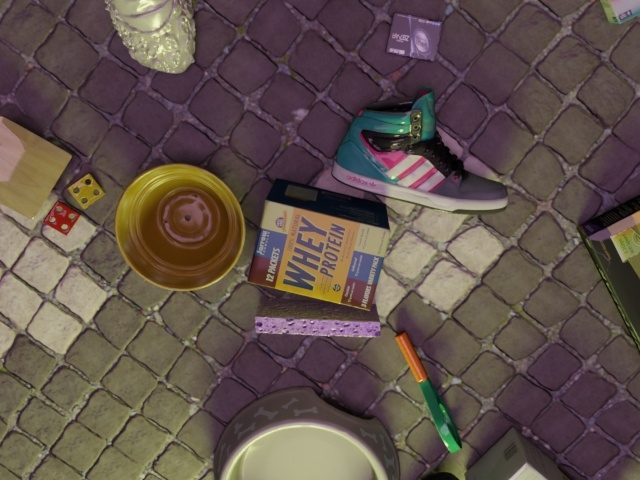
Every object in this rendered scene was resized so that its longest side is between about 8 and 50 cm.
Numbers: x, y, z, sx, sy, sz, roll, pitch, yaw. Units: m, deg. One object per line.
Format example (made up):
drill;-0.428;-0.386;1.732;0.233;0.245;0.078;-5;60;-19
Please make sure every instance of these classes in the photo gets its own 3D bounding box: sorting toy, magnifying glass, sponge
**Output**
sorting toy;-0.505;-0.121;1.493;0.275;0.046;0.132;30;96;-23
magnifying glass;0.192;0.268;1.564;0.026;0.092;0.230;-25;92;12
sponge;-0.004;0.132;1.513;0.210;0.117;0.031;2;102;1

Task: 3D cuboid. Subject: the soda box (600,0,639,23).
soda box;0.537;-0.409;1.392;0.183;0.058;0.063;-25;102;8

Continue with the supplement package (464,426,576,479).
supplement package;0.396;0.478;1.574;0.244;0.139;0.134;40;103;-9

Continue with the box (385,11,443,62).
box;0.153;-0.332;1.445;0.083;0.018;0.067;12;103;-1

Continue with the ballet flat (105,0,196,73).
ballet flat;-0.297;-0.456;1.372;0.147;0.147;0.408;-10;104;4

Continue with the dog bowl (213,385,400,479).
dog bowl;-0.028;0.444;1.600;0.349;0.102;0.348;0;103;2

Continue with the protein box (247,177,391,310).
protein box;0.000;0.000;1.437;0.200;0.201;0.135;13;104;-1

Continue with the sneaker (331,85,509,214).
sneaker;0.179;-0.156;1.440;0.296;0.123;0.178;13;113;0

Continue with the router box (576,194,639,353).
router box;0.615;0.058;1.492;0.243;0.081;0.308;-29;101;9

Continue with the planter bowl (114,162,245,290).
planter bowl;-0.231;-0.030;1.495;0.217;0.090;0.217;0;103;1

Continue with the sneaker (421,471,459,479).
sneaker;0.206;0.559;1.633;0.163;0.106;0.281;33;107;-17
